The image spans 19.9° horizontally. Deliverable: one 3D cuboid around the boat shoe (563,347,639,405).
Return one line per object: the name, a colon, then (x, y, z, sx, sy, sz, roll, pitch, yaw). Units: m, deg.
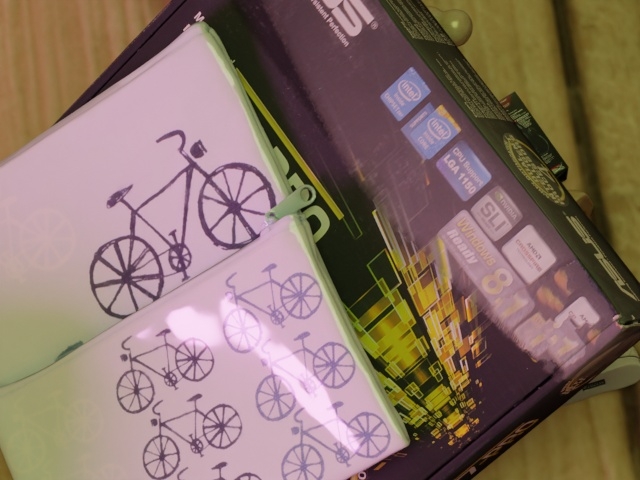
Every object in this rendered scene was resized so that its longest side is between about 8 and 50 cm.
boat shoe: (0.187, 0.096, 1.355, 0.100, 0.035, 0.035, -16, 45, 3)

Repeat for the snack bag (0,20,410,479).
snack bag: (-0.129, 0.055, 1.293, 0.323, 0.037, 0.342, -30, 77, 27)

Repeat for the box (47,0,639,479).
box: (0.000, 0.000, 1.294, 0.318, 0.097, 0.395, -42, 72, 21)

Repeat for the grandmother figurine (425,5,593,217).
grandmother figurine: (0.039, -0.091, 1.373, 0.342, 0.104, 0.208, 36, 93, 19)

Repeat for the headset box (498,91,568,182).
headset box: (0.142, -0.069, 1.406, 0.062, 0.032, 0.083, -32, 72, -6)
